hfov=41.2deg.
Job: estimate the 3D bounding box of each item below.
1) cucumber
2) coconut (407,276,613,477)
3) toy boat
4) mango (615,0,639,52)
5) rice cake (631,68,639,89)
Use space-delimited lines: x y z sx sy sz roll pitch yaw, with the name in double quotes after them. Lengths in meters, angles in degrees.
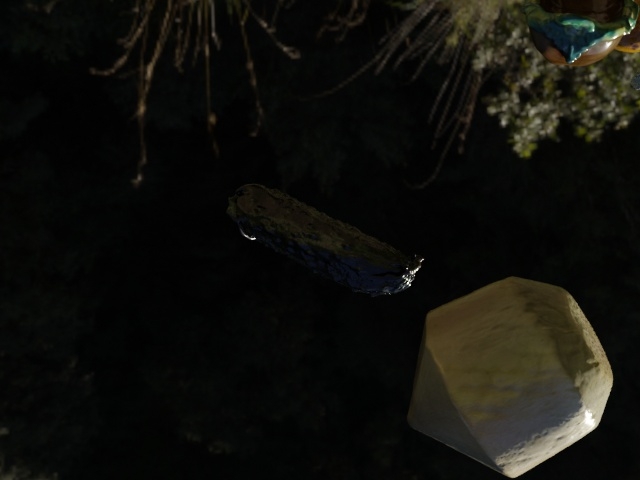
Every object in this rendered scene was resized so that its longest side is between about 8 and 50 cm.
0.000 0.000 0.675 0.181 0.053 0.053 24 180 37 "cucumber"
0.278 0.219 1.331 0.328 0.329 0.329 -4 161 -1 "coconut"
0.276 -0.278 0.880 0.108 0.293 0.099 10 143 15 "toy boat"
0.568 -0.419 1.609 0.178 0.115 0.090 35 177 29 "mango"
0.800 -0.407 1.904 0.290 0.081 0.051 -39 175 -25 "rice cake"
